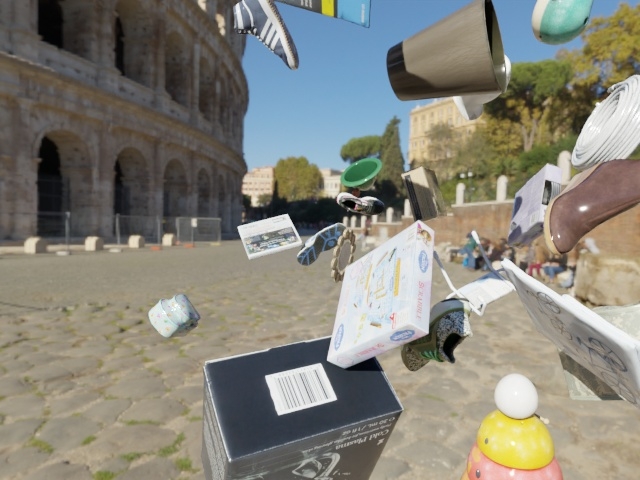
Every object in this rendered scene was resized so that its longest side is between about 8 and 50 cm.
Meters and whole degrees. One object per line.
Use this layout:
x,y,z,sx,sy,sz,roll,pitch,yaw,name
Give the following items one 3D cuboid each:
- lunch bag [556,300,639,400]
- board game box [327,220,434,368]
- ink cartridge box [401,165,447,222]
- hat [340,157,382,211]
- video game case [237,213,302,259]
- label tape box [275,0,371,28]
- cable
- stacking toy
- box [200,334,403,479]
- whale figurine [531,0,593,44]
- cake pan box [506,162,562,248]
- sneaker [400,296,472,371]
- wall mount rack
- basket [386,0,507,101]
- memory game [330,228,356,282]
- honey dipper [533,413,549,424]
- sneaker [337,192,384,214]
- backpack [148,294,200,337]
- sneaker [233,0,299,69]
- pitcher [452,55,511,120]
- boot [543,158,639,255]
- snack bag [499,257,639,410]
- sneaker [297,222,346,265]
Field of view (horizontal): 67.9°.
0.780,0.285,1.234,0.169,0.235,0.287,-7,-12,-24,lunch bag
0.161,0.147,1.263,0.066,0.318,0.318,32,-42,-20,board game box
0.394,-0.168,1.789,0.088,0.193,0.235,-18,-4,25,ink cartridge box
0.187,-0.208,1.897,0.173,0.183,0.208,-38,32,-10,hat
-0.180,-0.016,1.677,0.191,0.022,0.173,-15,42,-14,video game case
-0.030,-0.561,0.862,0.334,0.106,0.240,25,-31,17,label tape box
0.726,-0.278,1.171,0.089,0.257,0.257,30,7,7,cable
0.564,0.613,1.393,0.351,0.479,0.350,-3,8,0,stacking toy
-0.082,0.558,1.386,0.480,0.471,0.297,-7,43,-23,box
0.763,-0.715,1.421,0.141,0.272,0.216,43,7,37,whale figurine
0.802,-0.124,1.785,0.070,0.245,0.267,16,-22,1,cake pan box
0.430,0.394,1.773,0.158,0.410,0.182,11,40,-17,sneaker
0.616,0.131,1.867,0.350,0.130,0.304,-24,46,-17,wall mount rack
0.276,-0.400,1.059,0.227,0.204,0.154,-7,22,34,basket
0.076,0.051,1.562,0.012,0.186,0.186,15,7,23,memory game
0.696,0.574,1.601,0.031,0.030,0.161,0,12,-31,honey dipper
0.148,-0.124,1.766,0.178,0.071,0.077,8,21,0,sneaker
-0.598,0.309,1.942,0.144,0.165,0.188,-41,-14,16,backpack
-0.191,-0.702,1.639,0.153,0.282,0.099,-19,27,18,sneaker
0.444,-0.470,1.380,0.125,0.177,0.207,-39,-7,-14,pitcher
0.568,-0.078,0.929,0.090,0.248,0.207,46,-27,-18,boot
0.568,0.208,1.048,0.323,0.037,0.342,49,-1,-35,snack bag
0.000,0.000,1.677,0.211,0.080,0.081,-34,24,18,sneaker
